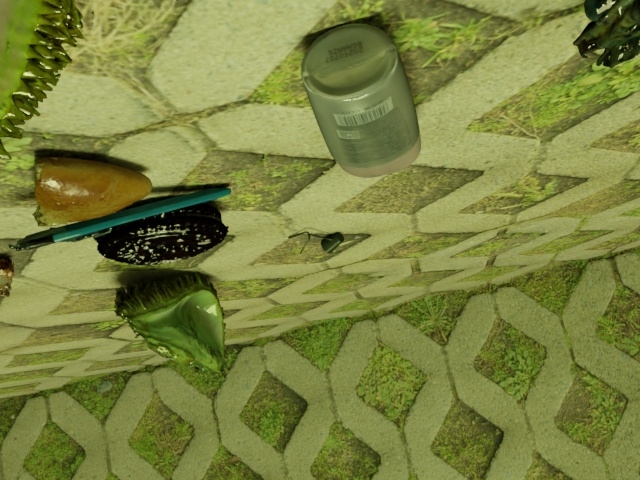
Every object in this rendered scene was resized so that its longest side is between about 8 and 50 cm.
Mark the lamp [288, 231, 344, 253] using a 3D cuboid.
[{"bbox_3d":[0.001,0.000,1.344,0.054,0.041,0.121,-33,160,36],"label":"lamp"}]

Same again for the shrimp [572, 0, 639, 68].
[{"bbox_3d":[0.386,-0.266,0.538,0.272,0.085,0.445,-9,163,-37],"label":"shrimp"}]

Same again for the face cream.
[{"bbox_3d":[0.048,-0.132,0.756,0.107,0.073,0.269,-10,167,9],"label":"face cream"}]

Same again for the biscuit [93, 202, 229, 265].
[{"bbox_3d":[-0.233,-0.009,1.041,0.195,0.053,0.194,-12,167,-3],"label":"biscuit"}]

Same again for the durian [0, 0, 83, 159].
[{"bbox_3d":[-0.341,-0.110,0.497,0.356,0.157,0.169,-11,131,-11],"label":"durian"}]

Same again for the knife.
[{"bbox_3d":[-0.243,-0.029,0.905,0.297,0.026,0.044,-17,-177,-30],"label":"knife"}]

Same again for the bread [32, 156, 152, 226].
[{"bbox_3d":[-0.264,-0.056,0.832,0.136,0.054,0.154,-9,169,-26],"label":"bread"}]

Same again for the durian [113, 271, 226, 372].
[{"bbox_3d":[-0.301,0.170,1.404,0.163,0.198,0.394,-14,165,9],"label":"durian"}]

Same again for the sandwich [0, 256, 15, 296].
[{"bbox_3d":[-0.546,0.083,1.071,0.159,0.079,0.235,-5,164,-28],"label":"sandwich"}]
